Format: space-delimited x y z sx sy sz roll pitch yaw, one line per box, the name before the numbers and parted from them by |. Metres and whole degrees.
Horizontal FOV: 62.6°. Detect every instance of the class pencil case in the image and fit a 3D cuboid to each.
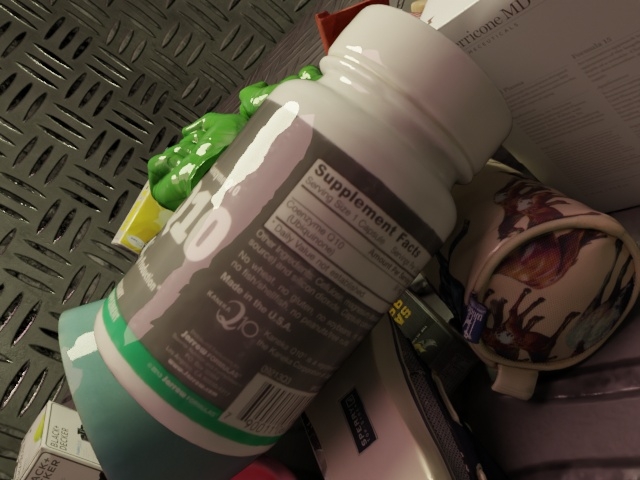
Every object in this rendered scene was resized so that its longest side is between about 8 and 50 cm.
pencil case | 0.158 -0.015 0.624 0.183 0.160 0.410 -58 23 14

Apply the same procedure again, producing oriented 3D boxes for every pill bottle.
pill bottle | -0.012 -0.009 0.478 0.361 0.204 0.204 -51 25 2

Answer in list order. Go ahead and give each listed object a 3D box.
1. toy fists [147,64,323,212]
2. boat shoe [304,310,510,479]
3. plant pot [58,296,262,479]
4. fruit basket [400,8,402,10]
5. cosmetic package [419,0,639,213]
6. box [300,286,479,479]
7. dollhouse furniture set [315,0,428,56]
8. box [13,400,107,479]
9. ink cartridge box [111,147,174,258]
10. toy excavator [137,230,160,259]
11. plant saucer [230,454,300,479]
toy fists | -0.078 -0.124 0.630 0.279 0.096 0.142 -40 29 -22
boat shoe | 0.076 0.174 0.528 0.127 0.158 0.340 -43 32 18
plant pot | -0.161 0.175 0.695 0.235 0.292 0.293 -25 19 -15
fruit basket | 0.086 -0.410 1.249 0.327 0.165 0.353 -45 23 23
cosmetic package | 0.302 -0.169 0.403 0.377 0.284 0.097 -18 44 53
box | 0.071 0.178 0.673 0.231 0.056 0.183 -53 24 7
dollhouse furniture set | 0.204 -0.280 0.702 0.374 0.152 0.201 -33 36 -25
box | -0.363 0.402 0.913 0.087 0.290 0.169 -58 24 -4
ink cartridge box | -0.368 -0.049 1.463 0.072 0.304 0.307 6 64 48
toy excavator | -0.228 -0.032 1.356 0.445 0.222 0.433 -41 26 1
plant saucer | -0.127 0.427 0.629 0.332 0.084 0.332 -32 27 18
